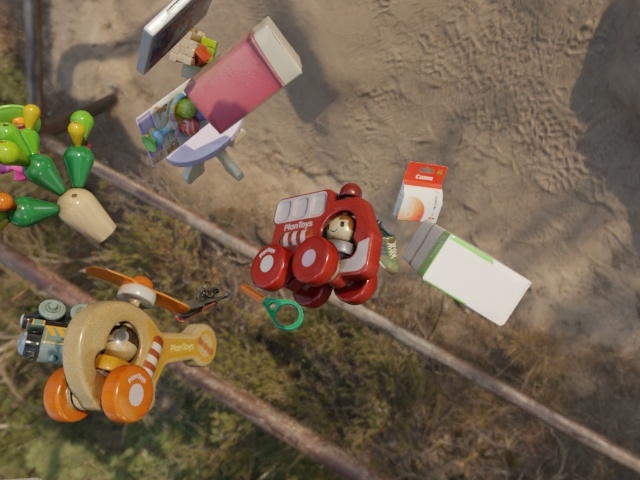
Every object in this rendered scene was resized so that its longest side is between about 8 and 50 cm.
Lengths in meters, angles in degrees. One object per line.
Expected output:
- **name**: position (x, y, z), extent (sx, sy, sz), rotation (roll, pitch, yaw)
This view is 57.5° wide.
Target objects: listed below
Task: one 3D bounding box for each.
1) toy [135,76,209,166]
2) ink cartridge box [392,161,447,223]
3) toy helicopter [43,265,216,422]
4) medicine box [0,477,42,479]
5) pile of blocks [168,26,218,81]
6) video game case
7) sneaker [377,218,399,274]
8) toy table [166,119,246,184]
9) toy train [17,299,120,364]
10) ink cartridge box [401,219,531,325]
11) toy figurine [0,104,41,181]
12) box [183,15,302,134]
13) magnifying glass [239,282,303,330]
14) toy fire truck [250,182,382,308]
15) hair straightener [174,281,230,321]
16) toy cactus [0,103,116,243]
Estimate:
- **toy**: position (-0.323, -0.288, 1.392), extent (0.056, 0.237, 0.136), rotation (24, 142, 28)
- **ink cartridge box**: position (0.314, -0.144, 1.789), extent (0.146, 0.045, 0.179), rotation (5, 117, -24)
- **toy helicopter**: position (-0.288, 0.166, 0.987), extent (0.140, 0.355, 0.234), rotation (-7, 81, 22)
- **medicine box**: position (-0.512, 0.484, 0.765), extent (0.264, 0.149, 0.289), rotation (1, 107, -13)
- **pile of blocks**: position (-0.324, -0.503, 1.700), extent (0.113, 0.148, 0.362), rotation (21, 170, 4)
- **video game case**: position (-0.253, -0.391, 1.041), extent (0.023, 0.183, 0.201), rotation (43, 164, -14)
- **sneaker**: position (0.217, 0.016, 1.920), extent (0.086, 0.064, 0.192), rotation (-37, 82, 39)
- **toy table**: position (-0.343, -0.296, 1.788), extent (0.252, 0.274, 0.161), rotation (52, 168, 23)
- **toy train**: position (-0.730, 0.296, 1.759), extent (0.334, 0.190, 0.142), rotation (14, 126, -24)
- **ink cartridge box**: position (0.310, 0.060, 1.299), extent (0.198, 0.273, 0.114), rotation (30, 97, -6)
- **toy figurine**: position (-0.712, -0.203, 1.330), extent (0.159, 0.173, 0.130), rotation (61, 156, 24)
- **box**: position (-0.169, -0.368, 1.299), extent (0.232, 0.148, 0.127), rotation (-34, 115, 14)
- **magnifying glass**: position (-0.152, 0.196, 1.775), extent (0.231, 0.092, 0.026), rotation (30, 160, 21)
- **toy fire truck**: position (0.000, 0.000, 1.251), extent (0.302, 0.253, 0.169), rotation (-10, 153, 41)
- **hair straightener**: position (-0.354, 0.180, 1.803), extent (0.047, 0.230, 0.089), rotation (28, 112, 25)
- **toy cactus**: position (-0.339, -0.064, 0.726), extent (0.112, 0.219, 0.180), rotation (-23, 119, 34)
